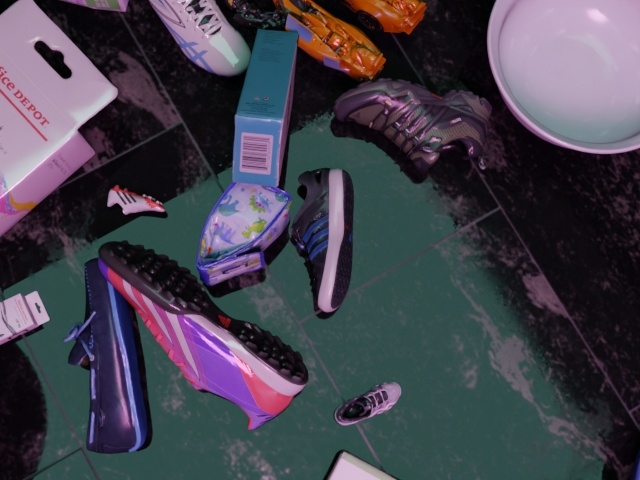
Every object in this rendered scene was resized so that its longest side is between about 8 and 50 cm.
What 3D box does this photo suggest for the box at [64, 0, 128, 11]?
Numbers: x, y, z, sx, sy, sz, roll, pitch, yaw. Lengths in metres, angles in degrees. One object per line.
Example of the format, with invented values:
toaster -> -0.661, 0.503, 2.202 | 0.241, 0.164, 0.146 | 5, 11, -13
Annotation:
box -> -0.318, -0.477, 1.285 | 0.126, 0.262, 0.231 | 10, 77, -1

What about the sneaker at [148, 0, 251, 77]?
sneaker -> -0.186, -0.330, 1.352 | 0.085, 0.086, 0.237 | -38, 84, -11

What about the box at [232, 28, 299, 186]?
box -> -0.070, -0.181, 1.251 | 0.060, 0.101, 0.244 | 6, 37, -1

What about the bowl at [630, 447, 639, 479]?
bowl -> 0.595, 0.362, 1.251 | 0.391, 0.077, 0.391 | 1, 78, -3

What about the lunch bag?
lunch bag -> -0.110, -0.008, 1.267 | 0.096, 0.129, 0.151 | 39, 79, 6

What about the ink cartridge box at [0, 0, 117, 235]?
ink cartridge box -> -0.456, -0.134, 1.281 | 0.353, 0.119, 0.207 | -42, 83, -9

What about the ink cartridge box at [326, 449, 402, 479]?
ink cartridge box -> 0.049, 0.415, 1.226 | 0.171, 0.056, 0.235 | 28, 82, 4

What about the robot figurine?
robot figurine -> -0.004, -0.363, 1.366 | 0.291, 0.085, 0.211 | 35, 78, 4

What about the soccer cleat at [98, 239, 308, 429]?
soccer cleat -> -0.169, 0.124, 1.229 | 0.318, 0.108, 0.116 | 36, 108, -8

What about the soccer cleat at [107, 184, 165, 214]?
soccer cleat -> -0.257, -0.049, 1.321 | 0.083, 0.029, 0.036 | 20, 87, 5

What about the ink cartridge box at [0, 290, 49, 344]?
ink cartridge box -> -0.415, 0.104, 1.280 | 0.083, 0.028, 0.048 | -26, 81, -8

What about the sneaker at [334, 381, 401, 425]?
sneaker -> 0.066, 0.217, 1.259 | 0.098, 0.069, 0.038 | -29, 82, -8

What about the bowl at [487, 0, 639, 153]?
bowl -> 0.368, -0.248, 1.335 | 0.297, 0.134, 0.298 | 0, 79, -2

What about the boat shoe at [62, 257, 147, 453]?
boat shoe -> -0.291, 0.150, 1.240 | 0.089, 0.109, 0.258 | -10, 77, -1

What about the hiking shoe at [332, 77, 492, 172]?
hiking shoe -> 0.129, -0.156, 1.329 | 0.226, 0.086, 0.114 | 5, 75, -3

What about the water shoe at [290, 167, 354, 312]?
water shoe -> 0.000, 0.000, 1.311 | 0.080, 0.073, 0.203 | 0, 73, 19
